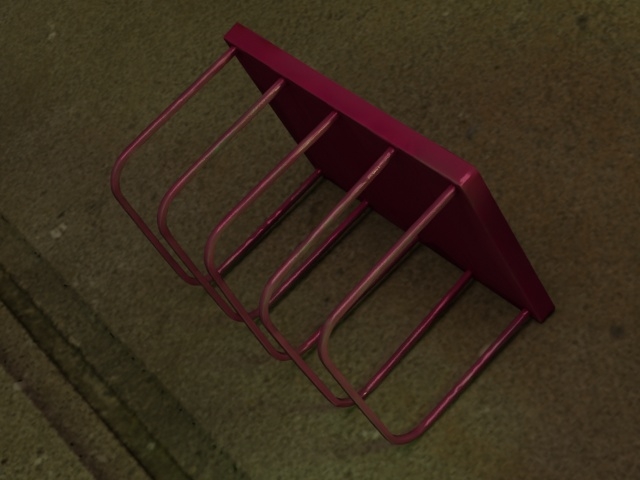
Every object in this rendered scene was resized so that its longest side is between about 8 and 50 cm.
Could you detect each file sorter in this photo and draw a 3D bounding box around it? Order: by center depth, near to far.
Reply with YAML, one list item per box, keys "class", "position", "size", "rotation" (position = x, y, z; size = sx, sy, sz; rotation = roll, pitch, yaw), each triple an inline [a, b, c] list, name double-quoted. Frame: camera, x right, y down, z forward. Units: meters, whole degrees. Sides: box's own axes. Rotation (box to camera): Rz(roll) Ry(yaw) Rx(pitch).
- class: "file sorter"
  position: [0.000, 0.000, 1.257]
  size: [0.182, 0.202, 0.291]
  rotation: [-46, 50, -9]
